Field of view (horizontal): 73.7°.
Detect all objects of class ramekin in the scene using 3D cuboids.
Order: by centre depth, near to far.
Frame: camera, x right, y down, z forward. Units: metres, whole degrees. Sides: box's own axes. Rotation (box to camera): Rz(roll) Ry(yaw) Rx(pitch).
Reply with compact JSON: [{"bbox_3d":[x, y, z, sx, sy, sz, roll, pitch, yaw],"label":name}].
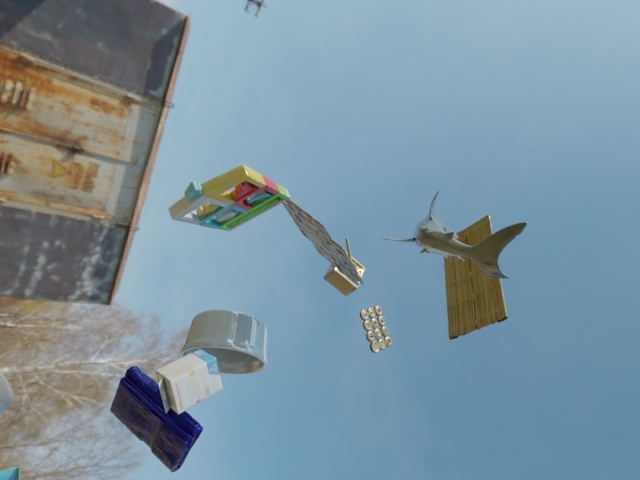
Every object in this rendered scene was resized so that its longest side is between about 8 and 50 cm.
[{"bbox_3d":[-0.306,0.334,1.401,0.277,0.277,0.135,-35,-140,42],"label":"ramekin"}]

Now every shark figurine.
[{"bbox_3d":[0.210,-0.025,0.730,0.278,0.166,0.116,-111,-147,-83],"label":"shark figurine"}]

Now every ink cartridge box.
[{"bbox_3d":[-0.334,0.350,1.062,0.089,0.143,0.092,9,-69,46],"label":"ink cartridge box"}]

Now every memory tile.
[{"bbox_3d":[0.190,0.299,1.453,0.012,0.113,0.148,-29,-107,45],"label":"memory tile"}]

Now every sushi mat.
[{"bbox_3d":[0.369,0.084,1.050,0.151,0.019,0.317,-32,-146,38],"label":"sushi mat"}]

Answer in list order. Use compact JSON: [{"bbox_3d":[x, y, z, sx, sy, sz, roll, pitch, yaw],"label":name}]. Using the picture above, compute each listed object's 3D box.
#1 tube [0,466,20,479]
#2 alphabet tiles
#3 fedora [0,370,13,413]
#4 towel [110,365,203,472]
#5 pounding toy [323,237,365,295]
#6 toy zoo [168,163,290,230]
[{"bbox_3d":[-0.576,0.401,0.641,0.052,0.206,0.080,46,-54,43],"label":"tube"},{"bbox_3d":[0.000,0.000,1.309,0.011,0.285,0.342,-41,-136,-9],"label":"alphabet tiles"},{"bbox_3d":[-0.972,0.433,1.220,0.243,0.124,0.276,20,-63,31],"label":"fedora"},{"bbox_3d":[-0.523,0.560,1.325,0.308,0.076,0.228,36,-65,13],"label":"towel"},{"bbox_3d":[0.093,0.095,1.541,0.100,0.130,0.141,-41,-166,44],"label":"pounding toy"},{"bbox_3d":[-0.202,-0.089,0.959,0.192,0.293,0.030,-27,-101,12],"label":"toy zoo"}]
